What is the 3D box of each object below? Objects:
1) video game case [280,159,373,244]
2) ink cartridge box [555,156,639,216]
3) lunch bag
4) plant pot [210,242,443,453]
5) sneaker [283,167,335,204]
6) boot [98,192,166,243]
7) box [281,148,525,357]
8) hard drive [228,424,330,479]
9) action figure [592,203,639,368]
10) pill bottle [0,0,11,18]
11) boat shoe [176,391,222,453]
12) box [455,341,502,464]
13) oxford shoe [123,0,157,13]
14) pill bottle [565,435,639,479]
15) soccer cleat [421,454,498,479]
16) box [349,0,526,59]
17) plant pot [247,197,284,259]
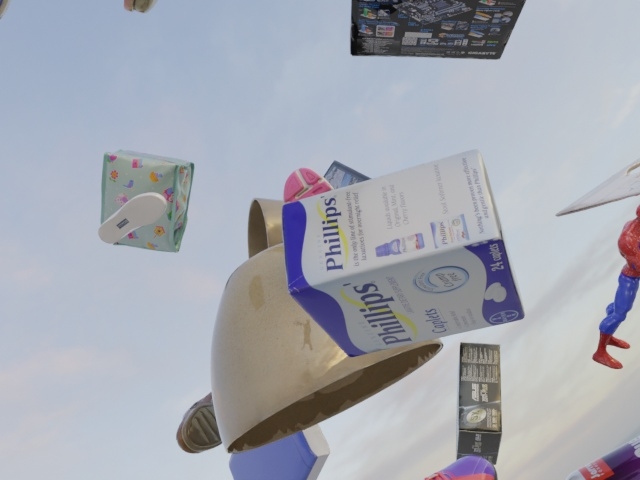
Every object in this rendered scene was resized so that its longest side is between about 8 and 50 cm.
[{"bbox_3d":[0.000,0.000,1.194,0.035,0.248,0.275,30,-85,-23],"label":"video game case"},{"bbox_3d":[0.450,-0.090,0.743,0.296,0.066,0.261,-29,1,-32],"label":"ink cartridge box"},{"bbox_3d":[-0.476,-0.101,1.858,0.160,0.223,0.262,-69,-13,-77],"label":"lunch bag"},{"bbox_3d":[-0.021,0.111,0.838,0.284,0.191,0.284,-24,-20,-9],"label":"plant pot"},{"bbox_3d":[0.023,-0.003,0.724,0.063,0.170,0.075,-39,-8,15],"label":"sneaker"},{"bbox_3d":[-0.401,-0.064,1.487,0.190,0.069,0.086,-25,19,24],"label":"boot"},{"bbox_3d":[0.060,0.016,0.470,0.137,0.072,0.126,-15,-34,15],"label":"box"},{"bbox_3d":[-0.085,0.392,1.227,0.040,0.210,0.319,-3,-49,-30],"label":"hard drive"},{"bbox_3d":[0.508,0.073,1.034,0.091,0.139,0.280,-42,-44,-47],"label":"action figure"},{"bbox_3d":[-0.527,-0.358,0.868,0.153,0.153,0.265,-46,3,9],"label":"pill bottle"},{"bbox_3d":[-0.297,0.468,1.731,0.104,0.111,0.307,-30,-1,16],"label":"boat shoe"},{"bbox_3d":[0.296,0.307,1.281,0.077,0.180,0.147,2,-38,10],"label":"box"},{"bbox_3d":[-0.225,-0.553,1.219,0.146,0.140,0.397,29,-55,-23],"label":"oxford shoe"},{"bbox_3d":[0.499,0.390,1.012,0.323,0.181,0.181,-30,-27,4],"label":"pill bottle"},{"bbox_3d":[0.129,0.393,0.955,0.318,0.116,0.108,-34,12,-27],"label":"soccer cleat"},{"bbox_3d":[0.198,-0.418,1.176,0.295,0.073,0.293,2,-16,3],"label":"box"},{"bbox_3d":[-0.026,0.015,1.713,0.274,0.256,0.256,-3,-40,-16],"label":"plant pot"}]
